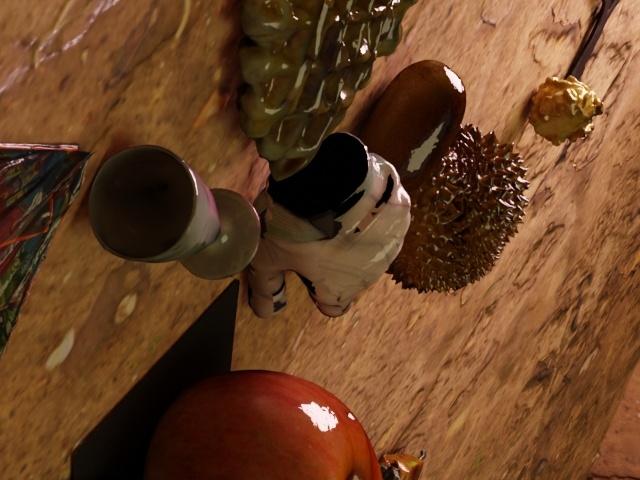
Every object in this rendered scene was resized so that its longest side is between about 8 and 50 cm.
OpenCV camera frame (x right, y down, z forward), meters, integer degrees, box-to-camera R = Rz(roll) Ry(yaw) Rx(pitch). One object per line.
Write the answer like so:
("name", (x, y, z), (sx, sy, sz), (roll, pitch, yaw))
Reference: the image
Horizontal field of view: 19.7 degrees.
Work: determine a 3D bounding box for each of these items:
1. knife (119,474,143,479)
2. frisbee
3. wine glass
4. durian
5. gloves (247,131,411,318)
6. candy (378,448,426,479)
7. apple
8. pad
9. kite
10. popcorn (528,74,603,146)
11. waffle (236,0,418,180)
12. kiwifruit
("knife", (-0.147, 0.193, 1.394), (0.296, 0.026, 0.044), (12, 93, -69))
("frisbee", (0.310, -0.250, 2.031), (0.187, 0.012, 0.211), (-66, 162, 15))
("wine glass", (-0.090, -0.016, 1.187), (0.073, 0.073, 0.155), (-63, 165, 2))
("durian", (0.114, -0.029, 1.631), (0.158, 0.137, 0.168), (-29, 139, -24))
("gloves", (0.008, 0.002, 1.429), (0.127, 0.111, 0.212), (-58, 156, -20))
("candy", (0.087, 0.270, 2.131), (0.053, 0.046, 0.182), (-67, 167, 5))
("apple", (-0.041, 0.202, 1.409), (0.209, 0.164, 0.209), (2, 90, -67))
("pad", (-0.126, 0.137, 1.415), (0.211, 0.003, 0.143), (-47, 157, -38))
("kite", (-0.185, 0.013, 1.057), (0.183, 0.014, 0.241), (-47, 158, -36))
("popcorn", (0.260, -0.138, 1.954), (0.082, 0.083, 0.057), (54, 35, -47))
("waffle", (0.012, -0.153, 1.285), (0.223, 0.054, 0.204), (-54, 161, -25))
("kiwifruit", (0.073, -0.091, 1.519), (0.124, 0.075, 0.075), (-54, 161, -12))
